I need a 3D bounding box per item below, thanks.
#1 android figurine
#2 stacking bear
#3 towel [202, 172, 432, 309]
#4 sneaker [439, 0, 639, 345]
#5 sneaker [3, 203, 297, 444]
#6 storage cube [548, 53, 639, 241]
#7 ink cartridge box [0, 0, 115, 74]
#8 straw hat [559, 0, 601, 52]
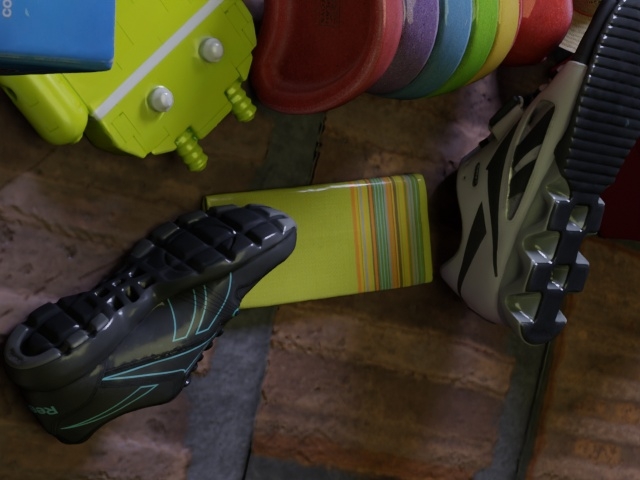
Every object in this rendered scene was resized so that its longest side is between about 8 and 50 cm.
[{"bbox_3d":[-0.151,-0.178,1.308,0.248,0.056,0.273,-46,117,-24],"label":"android figurine"},{"bbox_3d":[0.101,-0.201,1.433,0.289,0.164,0.175,-9,107,-42],"label":"stacking bear"},{"bbox_3d":[0.000,0.000,1.462,0.237,0.021,0.102,-7,94,-35],"label":"towel"},{"bbox_3d":[0.194,-0.085,1.498,0.122,0.146,0.330,13,102,-50],"label":"sneaker"},{"bbox_3d":[-0.129,0.062,1.338,0.267,0.101,0.106,-31,124,-20],"label":"sneaker"},{"bbox_3d":[0.372,-0.119,1.620,0.215,0.184,0.193,-33,114,-29],"label":"storage cube"},{"bbox_3d":[-0.361,-0.192,1.005,0.395,0.285,0.166,0,94,-37],"label":"ink cartridge box"},{"bbox_3d":[0.265,-0.242,1.558,0.144,0.061,0.144,5,59,-8],"label":"straw hat"}]
